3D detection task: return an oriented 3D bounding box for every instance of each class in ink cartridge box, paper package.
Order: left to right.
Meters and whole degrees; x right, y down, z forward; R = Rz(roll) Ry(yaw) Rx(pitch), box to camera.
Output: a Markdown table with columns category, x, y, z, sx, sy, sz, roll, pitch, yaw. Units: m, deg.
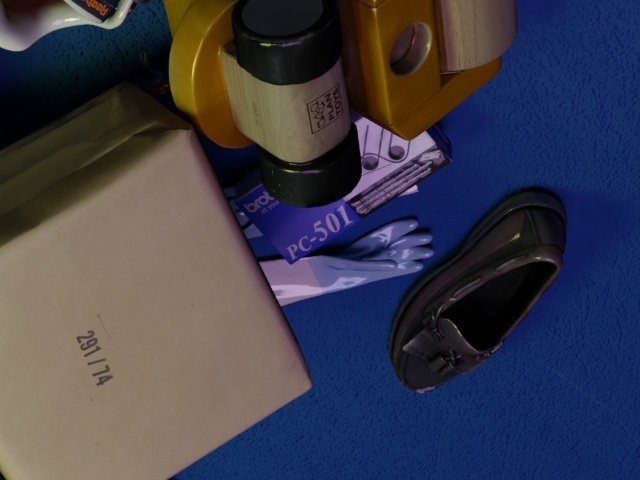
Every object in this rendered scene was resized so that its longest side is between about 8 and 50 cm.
| category | x | y | z | sx | sy | sz | roll | pitch | yaw |
| --- | --- | --- | --- | --- | --- | --- | --- | --- | --- |
| paper package | -0.212 | 0.064 | 1.835 | 0.309 | 0.168 | 0.325 | -31 | 124 | -9 |
| ink cartridge box | 0.023 | -0.069 | 1.993 | 0.207 | 0.046 | 0.097 | -32 | 116 | 19 |

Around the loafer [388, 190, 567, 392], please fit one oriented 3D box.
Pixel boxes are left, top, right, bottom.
| category | x | y | z | sx | sy | sz | roll | pitch | yaw |
| --- | --- | --- | --- | --- | --- | --- | --- | --- | --- |
| loafer | 0.167 | 0.075 | 2.132 | 0.109 | 0.095 | 0.302 | 19 | 129 | -22 |

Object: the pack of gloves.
| category | x | y | z | sx | sy | sz | roll | pitch | yaw |
| --- | --- | --- | --- | --- | --- | --- | --- | --- | --- |
| pack of gloves | 0.000 | 0.000 | 2.078 | 0.232 | 0.046 | 0.195 | -16 | 134 | 9 |

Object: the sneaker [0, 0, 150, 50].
| category | x | y | z | sx | sy | sz | roll | pitch | yaw |
| --- | --- | --- | --- | --- | --- | --- | --- | --- | --- |
| sneaker | -0.171 | -0.271 | 1.725 | 0.321 | 0.127 | 0.126 | -29 | 139 | 26 |

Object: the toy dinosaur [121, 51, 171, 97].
| category | x | y | z | sx | sy | sz | roll | pitch | yaw |
| --- | --- | --- | --- | --- | --- | --- | --- | --- | --- |
| toy dinosaur | -0.152 | -0.155 | 1.895 | 0.082 | 0.090 | 0.047 | -51 | 146 | -18 |

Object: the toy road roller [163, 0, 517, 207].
| category | x | y | z | sx | sy | sz | roll | pitch | yaw |
| --- | --- | --- | --- | --- | --- | --- | --- | --- | --- |
| toy road roller | 0.000 | -0.213 | 1.803 | 0.329 | 0.240 | 0.202 | -36 | 139 | -24 |

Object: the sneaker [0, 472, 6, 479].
| category | x | y | z | sx | sy | sz | roll | pitch | yaw |
| --- | --- | --- | --- | --- | --- | --- | --- | --- | --- |
| sneaker | -0.340 | 0.331 | 2.335 | 0.410 | 0.158 | 0.182 | 17 | 161 | -24 |
